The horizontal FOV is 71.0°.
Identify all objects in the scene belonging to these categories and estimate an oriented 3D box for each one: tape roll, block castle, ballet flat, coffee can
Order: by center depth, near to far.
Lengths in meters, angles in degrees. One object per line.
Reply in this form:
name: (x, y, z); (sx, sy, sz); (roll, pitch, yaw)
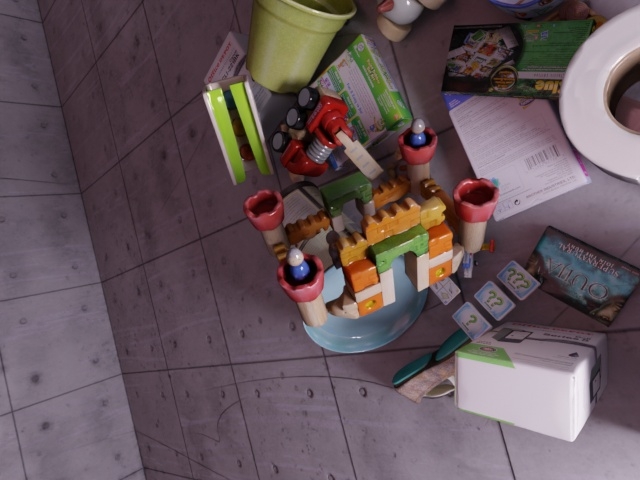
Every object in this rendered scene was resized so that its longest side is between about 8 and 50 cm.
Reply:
tape roll: (0.506, -0.210, 0.673); (0.246, 0.169, 0.246); (2, 94, 37)
block castle: (0.096, -0.051, 0.920); (0.213, 0.453, 0.303); (76, 168, -47)
ballet flat: (0.305, 0.301, 1.073); (0.106, 0.107, 0.316); (44, 131, 4)
coffee can: (0.000, 0.000, 1.208); (0.275, 0.201, 0.201); (45, 123, 27)

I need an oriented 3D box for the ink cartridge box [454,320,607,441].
ink cartridge box: (0.403, 0.244, 0.847); (0.198, 0.273, 0.115); (1, 95, 41)

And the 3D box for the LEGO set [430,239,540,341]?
LEGO set: (0.321, 0.070, 0.990); (0.182, 0.060, 0.244); (-48, 47, 16)

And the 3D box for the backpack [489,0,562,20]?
backpack: (0.382, -0.545, 0.788); (0.276, 0.213, 0.263); (51, 132, 22)

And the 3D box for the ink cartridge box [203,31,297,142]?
ink cartridge box: (-0.223, -0.469, 1.388); (0.197, 0.114, 0.273); (-45, 67, 36)

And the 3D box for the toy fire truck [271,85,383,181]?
toy fire truck: (0.021, -0.231, 1.140); (0.217, 0.158, 0.246); (-51, 54, 34)

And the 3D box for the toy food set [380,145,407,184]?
toy food set: (0.207, -0.185, 1.122); (0.078, 0.019, 0.122); (46, 116, 26)

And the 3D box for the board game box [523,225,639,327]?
board game box: (0.509, 0.068, 0.889); (0.186, 0.026, 0.126); (35, 118, 32)

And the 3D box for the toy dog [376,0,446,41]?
toy dog: (0.125, -0.601, 0.996); (0.334, 0.161, 0.220); (48, 138, 19)

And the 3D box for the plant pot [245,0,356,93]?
plant pot: (-0.079, -0.541, 1.179); (0.276, 0.276, 0.254); (52, 138, 23)

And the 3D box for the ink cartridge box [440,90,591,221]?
ink cartridge box: (0.391, -0.218, 0.923); (0.186, 0.065, 0.311); (-28, 80, 40)

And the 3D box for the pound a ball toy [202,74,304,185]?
pound a ball toy: (-0.184, -0.302, 1.281); (0.136, 0.208, 0.319); (-111, 5, -57)

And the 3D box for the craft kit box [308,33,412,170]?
craft kit box: (0.084, -0.354, 1.178); (0.246, 0.061, 0.250); (-33, 75, 42)

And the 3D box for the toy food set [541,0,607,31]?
toy food set: (0.465, -0.382, 0.847); (0.132, 0.038, 0.192); (-23, 82, 41)

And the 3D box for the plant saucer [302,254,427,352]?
plant saucer: (0.107, 0.148, 1.102); (0.044, 0.317, 0.318); (-114, 41, -56)

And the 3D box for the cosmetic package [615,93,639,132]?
cosmetic package: (0.580, -0.158, 0.767); (0.239, 0.060, 0.099); (43, 118, 28)

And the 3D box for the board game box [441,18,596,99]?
board game box: (0.369, -0.347, 0.868); (0.259, 0.030, 0.136); (19, 104, 38)
